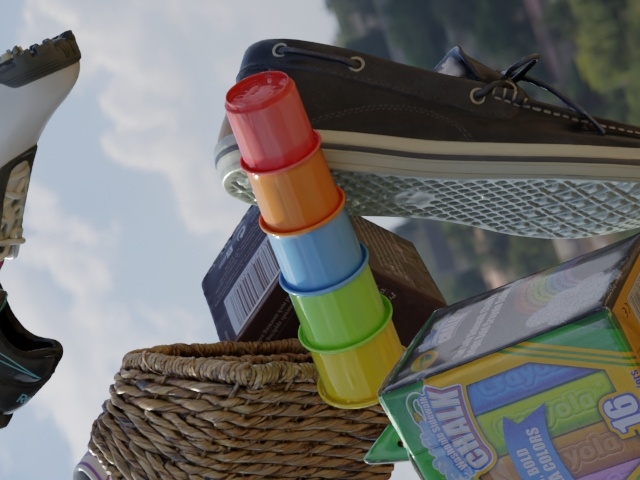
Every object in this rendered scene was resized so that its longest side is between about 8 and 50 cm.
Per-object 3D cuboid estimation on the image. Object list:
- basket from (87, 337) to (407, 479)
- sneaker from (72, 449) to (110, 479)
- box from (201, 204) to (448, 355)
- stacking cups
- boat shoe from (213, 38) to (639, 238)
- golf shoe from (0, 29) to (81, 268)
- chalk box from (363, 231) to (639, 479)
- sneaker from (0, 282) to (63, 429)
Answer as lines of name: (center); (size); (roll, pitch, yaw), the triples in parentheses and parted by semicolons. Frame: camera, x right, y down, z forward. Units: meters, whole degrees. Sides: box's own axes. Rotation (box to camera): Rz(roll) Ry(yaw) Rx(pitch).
basket: (-0.059, 0.152, 1.944); (0.213, 0.299, 0.223); (45, 122, 37)
sneaker: (-0.179, 0.343, 2.195); (0.282, 0.102, 0.161); (51, -136, -5)
box: (0.001, 0.063, 2.157); (0.203, 0.168, 0.167); (27, -162, -25)
stacking cups: (0.000, 0.000, 1.694); (0.096, 0.096, 0.316); (-104, -4, -58)
boat shoe: (0.147, -0.102, 1.822); (0.187, 0.500, 0.156); (126, 147, -66)
golf shoe: (-0.240, -0.043, 1.372); (0.120, 0.273, 0.105); (50, -147, 2)
chalk box: (0.130, 0.106, 1.213); (0.132, 0.213, 0.132); (60, -151, -11)
sneaker: (-0.337, 0.044, 1.671); (0.267, 0.106, 0.101); (47, -162, -19)
